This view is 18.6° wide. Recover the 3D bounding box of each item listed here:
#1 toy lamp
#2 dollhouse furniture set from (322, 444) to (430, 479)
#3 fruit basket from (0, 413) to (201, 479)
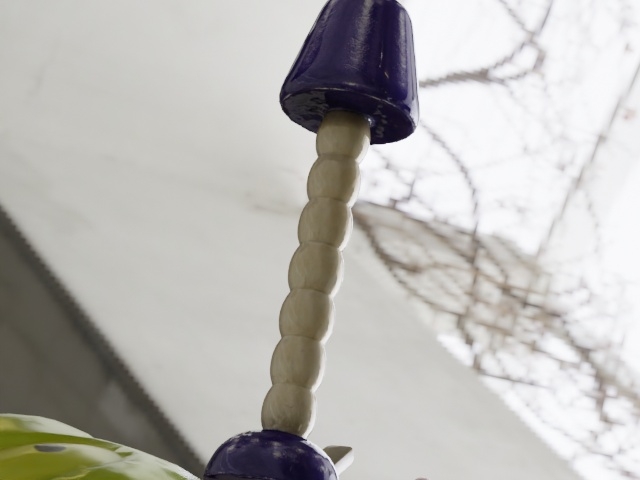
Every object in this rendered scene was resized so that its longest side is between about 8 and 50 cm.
[{"bbox_3d":[0.000,0.000,1.022,0.080,0.080,0.274,-10,-119,50],"label":"toy lamp"},{"bbox_3d":[0.044,0.350,1.453,0.201,0.152,0.374,0,-71,15],"label":"dollhouse furniture set"},{"bbox_3d":[-0.047,0.168,0.508,0.283,0.392,0.392,99,-15,-63],"label":"fruit basket"}]
